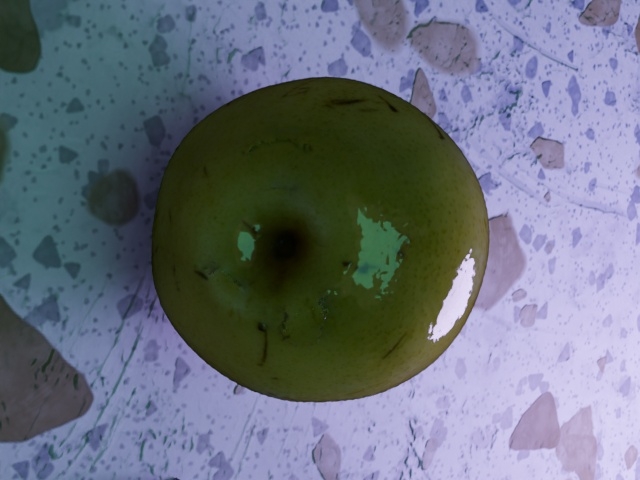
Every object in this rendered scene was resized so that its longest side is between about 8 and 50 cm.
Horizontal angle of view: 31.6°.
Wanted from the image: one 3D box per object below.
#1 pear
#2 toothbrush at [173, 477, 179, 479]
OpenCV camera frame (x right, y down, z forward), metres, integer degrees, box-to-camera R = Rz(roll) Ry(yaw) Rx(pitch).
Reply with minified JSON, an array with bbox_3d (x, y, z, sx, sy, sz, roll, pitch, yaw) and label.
[{"bbox_3d":[0.000,0.000,1.144,0.348,0.348,0.348,-7,101,-39],"label":"pear"},{"bbox_3d":[-0.174,0.311,1.256,0.006,0.008,0.096,24,81,-35],"label":"toothbrush"}]
